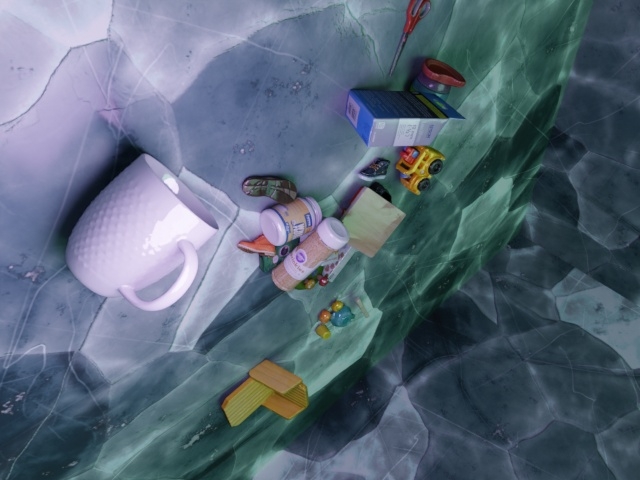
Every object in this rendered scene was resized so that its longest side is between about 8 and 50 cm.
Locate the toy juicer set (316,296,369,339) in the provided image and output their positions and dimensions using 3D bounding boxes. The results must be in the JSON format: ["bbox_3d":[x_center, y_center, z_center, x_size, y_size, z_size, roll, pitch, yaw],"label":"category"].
[{"bbox_3d":[0.117,0.395,2.504,0.329,0.089,0.209,-22,126,-23],"label":"toy juicer set"}]

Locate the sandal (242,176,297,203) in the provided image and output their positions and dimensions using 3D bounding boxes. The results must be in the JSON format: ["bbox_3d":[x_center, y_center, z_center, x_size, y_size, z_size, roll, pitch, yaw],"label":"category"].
[{"bbox_3d":[-0.179,-0.184,1.595,0.220,0.060,0.089,2,117,-34],"label":"sandal"}]

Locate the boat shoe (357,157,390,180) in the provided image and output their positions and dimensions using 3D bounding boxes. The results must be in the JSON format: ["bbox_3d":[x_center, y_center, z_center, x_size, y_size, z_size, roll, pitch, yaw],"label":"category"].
[{"bbox_3d":[0.229,-0.308,1.945,0.184,0.065,0.083,-17,134,-49],"label":"boat shoe"}]

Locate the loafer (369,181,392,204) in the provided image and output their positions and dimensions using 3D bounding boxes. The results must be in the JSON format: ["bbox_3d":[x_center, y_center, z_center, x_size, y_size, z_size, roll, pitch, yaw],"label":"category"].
[{"bbox_3d":[0.295,-0.192,2.117,0.076,0.078,0.223,-48,147,-2],"label":"loafer"}]

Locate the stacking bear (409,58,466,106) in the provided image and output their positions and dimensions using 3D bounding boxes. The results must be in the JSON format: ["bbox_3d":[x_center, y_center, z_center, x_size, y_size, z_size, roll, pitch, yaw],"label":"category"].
[{"bbox_3d":[0.420,-0.560,1.829,0.176,0.164,0.288,10,133,-18],"label":"stacking bear"}]

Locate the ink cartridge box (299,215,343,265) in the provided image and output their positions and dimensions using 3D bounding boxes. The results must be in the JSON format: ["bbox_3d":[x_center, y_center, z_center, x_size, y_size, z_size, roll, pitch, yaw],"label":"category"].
[{"bbox_3d":[0.000,0.000,1.864,0.128,0.128,0.176,-14,116,-55],"label":"ink cartridge box"}]

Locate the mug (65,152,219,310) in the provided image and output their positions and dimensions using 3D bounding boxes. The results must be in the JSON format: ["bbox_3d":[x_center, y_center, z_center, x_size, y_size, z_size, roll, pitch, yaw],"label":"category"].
[{"bbox_3d":[-0.455,0.013,1.175,0.328,0.374,0.276,-42,152,0],"label":"mug"}]

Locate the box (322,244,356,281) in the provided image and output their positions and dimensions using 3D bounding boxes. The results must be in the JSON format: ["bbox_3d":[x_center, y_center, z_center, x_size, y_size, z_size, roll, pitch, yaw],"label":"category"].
[{"bbox_3d":[0.116,0.053,2.167,0.323,0.063,0.067,-54,148,7],"label":"box"}]

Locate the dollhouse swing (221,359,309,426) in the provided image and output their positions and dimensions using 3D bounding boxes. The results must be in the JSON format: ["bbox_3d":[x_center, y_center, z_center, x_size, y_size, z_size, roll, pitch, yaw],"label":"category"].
[{"bbox_3d":[-0.274,0.845,2.321,0.305,0.316,0.346,-52,154,-36],"label":"dollhouse swing"}]

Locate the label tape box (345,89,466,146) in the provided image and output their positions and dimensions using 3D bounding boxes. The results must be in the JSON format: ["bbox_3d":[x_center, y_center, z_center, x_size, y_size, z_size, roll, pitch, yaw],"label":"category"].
[{"bbox_3d":[0.293,-0.436,1.608,0.349,0.249,0.115,-3,130,-18],"label":"label tape box"}]

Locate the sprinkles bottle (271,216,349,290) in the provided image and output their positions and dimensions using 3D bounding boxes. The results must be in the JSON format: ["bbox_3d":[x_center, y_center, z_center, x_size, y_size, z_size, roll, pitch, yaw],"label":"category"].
[{"bbox_3d":[-0.044,0.059,1.751,0.121,0.121,0.355,-1,145,-50],"label":"sprinkles bottle"}]

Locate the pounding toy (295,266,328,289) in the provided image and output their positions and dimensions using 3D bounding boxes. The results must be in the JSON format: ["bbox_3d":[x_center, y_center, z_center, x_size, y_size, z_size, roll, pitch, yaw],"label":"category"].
[{"bbox_3d":[-0.041,0.158,2.046,0.183,0.110,0.236,-40,146,-15],"label":"pounding toy"}]

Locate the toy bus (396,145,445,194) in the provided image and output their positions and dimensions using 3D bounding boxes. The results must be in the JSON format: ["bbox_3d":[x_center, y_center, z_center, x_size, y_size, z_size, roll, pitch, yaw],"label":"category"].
[{"bbox_3d":[0.424,-0.344,2.074,0.212,0.149,0.220,16,114,-41],"label":"toy bus"}]

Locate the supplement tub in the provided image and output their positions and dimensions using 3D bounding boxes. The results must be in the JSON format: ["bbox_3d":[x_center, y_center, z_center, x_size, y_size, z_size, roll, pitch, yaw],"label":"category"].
[{"bbox_3d":[-0.109,-0.078,1.696,0.200,0.144,0.144,-26,140,-31],"label":"supplement tub"}]

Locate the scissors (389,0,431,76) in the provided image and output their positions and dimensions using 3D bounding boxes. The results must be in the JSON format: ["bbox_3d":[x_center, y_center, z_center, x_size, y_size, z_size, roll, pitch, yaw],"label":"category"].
[{"bbox_3d":[0.303,-0.745,1.630,0.109,0.021,0.296,7,119,-55],"label":"scissors"}]

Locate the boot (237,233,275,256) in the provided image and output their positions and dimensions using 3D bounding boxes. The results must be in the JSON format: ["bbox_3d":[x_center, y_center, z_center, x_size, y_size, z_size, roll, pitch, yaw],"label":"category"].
[{"bbox_3d":[-0.242,0.011,1.720,0.158,0.059,0.084,12,80,-37],"label":"boot"}]

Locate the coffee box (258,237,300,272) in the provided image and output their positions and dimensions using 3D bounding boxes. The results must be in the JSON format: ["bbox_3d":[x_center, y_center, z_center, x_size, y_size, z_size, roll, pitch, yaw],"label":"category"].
[{"bbox_3d":[-0.166,0.048,1.852,0.184,0.040,0.113,-28,142,-29],"label":"coffee box"}]

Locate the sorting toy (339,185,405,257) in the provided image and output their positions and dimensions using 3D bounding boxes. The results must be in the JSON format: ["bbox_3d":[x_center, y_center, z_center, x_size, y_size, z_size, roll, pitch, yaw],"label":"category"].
[{"bbox_3d":[0.203,-0.090,2.033,0.257,0.089,0.255,30,104,-32],"label":"sorting toy"}]
